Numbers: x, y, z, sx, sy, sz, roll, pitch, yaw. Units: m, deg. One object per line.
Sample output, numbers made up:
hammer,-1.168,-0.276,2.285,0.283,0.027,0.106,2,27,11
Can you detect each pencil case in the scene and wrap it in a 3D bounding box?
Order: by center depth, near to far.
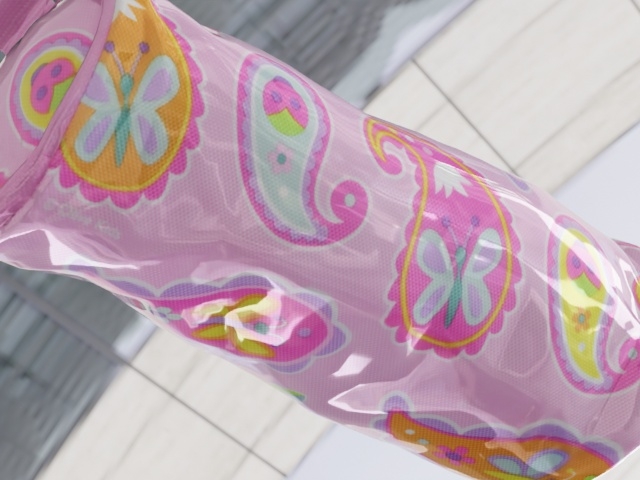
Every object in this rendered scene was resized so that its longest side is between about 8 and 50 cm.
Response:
pencil case,0.000,0.000,0.641,0.124,0.284,0.124,-44,-149,36
